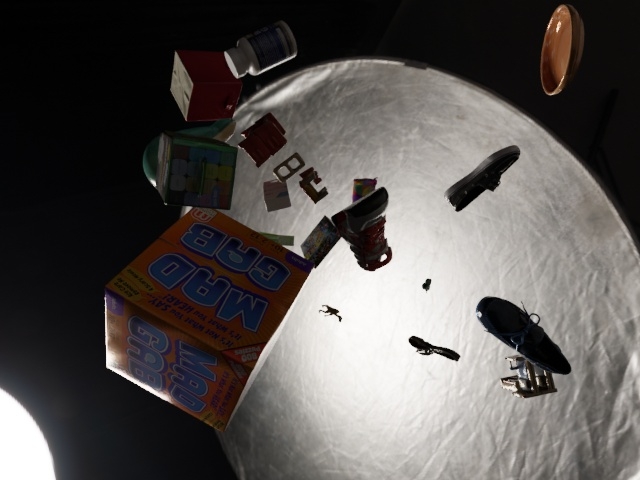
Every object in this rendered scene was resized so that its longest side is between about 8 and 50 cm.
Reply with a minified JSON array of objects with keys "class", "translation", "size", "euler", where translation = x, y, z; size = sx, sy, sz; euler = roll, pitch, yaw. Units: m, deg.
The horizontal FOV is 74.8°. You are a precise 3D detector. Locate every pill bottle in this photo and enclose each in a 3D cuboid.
[{"class":"pill bottle","translation":[-0.154,-0.483,1.071],"size":[0.094,0.169,0.094],"euler":[56,168,18]}]

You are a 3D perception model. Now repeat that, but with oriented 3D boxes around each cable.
[{"class":"cable","translation":[0.486,0.454,1.811],"size":[0.139,0.072,0.287],"euler":[49,154,-7]}]

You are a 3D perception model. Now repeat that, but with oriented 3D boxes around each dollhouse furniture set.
[{"class":"dollhouse furniture set","translation":[-0.145,-0.307,1.668],"size":[0.374,0.152,0.201],"euler":[49,-168,-22]},{"class":"dollhouse furniture set","translation":[0.672,0.450,1.429],"size":[0.184,0.129,0.129],"euler":[140,124,-72]}]

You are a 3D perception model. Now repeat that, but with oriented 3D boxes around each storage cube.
[{"class":"storage cube","translation":[-0.439,-0.589,1.600],"size":[0.215,0.193,0.183],"euler":[61,143,21]}]

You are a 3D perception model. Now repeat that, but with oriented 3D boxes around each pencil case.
[{"class":"pencil case","translation":[0.171,-0.136,1.658],"size":[0.104,0.104,0.236],"euler":[27,119,58]}]

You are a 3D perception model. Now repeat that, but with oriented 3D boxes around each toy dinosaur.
[{"class":"toy dinosaur","translation":[0.041,0.318,1.931],"size":[0.093,0.053,0.183],"euler":[-3,145,32]}]

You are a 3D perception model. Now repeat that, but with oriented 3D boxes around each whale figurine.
[{"class":"whale figurine","translation":[-0.351,-0.248,1.118],"size":[0.141,0.272,0.216],"euler":[48,164,-15]}]

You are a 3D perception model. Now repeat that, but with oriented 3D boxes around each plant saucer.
[{"class":"plant saucer","translation":[0.581,-0.456,1.007],"size":[0.200,0.037,0.199],"euler":[1,-90,-80]}]

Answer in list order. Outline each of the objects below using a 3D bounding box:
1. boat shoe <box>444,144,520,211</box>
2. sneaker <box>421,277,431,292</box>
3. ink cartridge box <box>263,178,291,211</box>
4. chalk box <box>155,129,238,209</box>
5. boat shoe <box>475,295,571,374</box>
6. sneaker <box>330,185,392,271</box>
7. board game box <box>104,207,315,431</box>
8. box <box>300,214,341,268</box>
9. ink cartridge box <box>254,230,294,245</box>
[{"class":"boat shoe","translation":[0.435,-0.156,1.112],"size":[0.228,0.080,0.076],"euler":[-37,61,31]},{"class":"sneaker","translation":[0.535,0.241,2.115],"size":[0.038,0.098,0.069],"euler":[18,122,29]},{"class":"ink cartridge box","translation":[-0.184,-0.196,1.771],"size":[0.180,0.104,0.060],"euler":[-105,2,-57]},{"class":"chalk box","translation":[-0.251,-0.142,0.856],"size":[0.213,0.132,0.132],"euler":[35,117,56]},{"class":"boat shoe","translation":[0.469,0.209,0.943],"size":[0.258,0.109,0.089],"euler":[32,179,-12]},{"class":"sneaker","translation":[0.105,-0.014,0.829],"size":[0.145,0.090,0.270],"euler":[58,170,-3]},{"class":"board game box","translation":[-0.285,0.193,1.094],"size":[0.357,0.356,0.356],"euler":[28,132,3]},{"class":"box","translation":[0.000,0.000,1.538],"size":[0.044,0.159,0.233],"euler":[38,-174,-15]},{"class":"ink cartridge box","translation":[-0.257,-0.010,1.927],"size":[0.171,0.235,0.056],"euler":[5,90,35]}]
